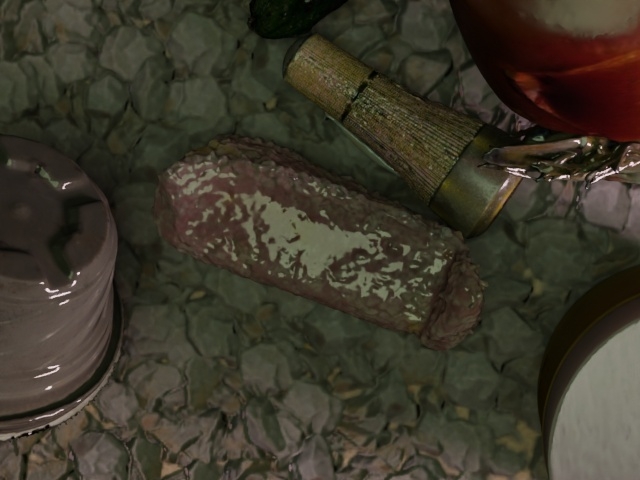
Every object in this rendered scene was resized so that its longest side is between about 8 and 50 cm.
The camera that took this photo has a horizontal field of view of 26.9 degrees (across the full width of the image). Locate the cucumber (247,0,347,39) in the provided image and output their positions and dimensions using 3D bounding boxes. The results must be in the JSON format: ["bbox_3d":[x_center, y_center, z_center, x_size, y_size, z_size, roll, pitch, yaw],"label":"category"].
[{"bbox_3d":[0.041,-0.248,0.985,0.077,0.077,0.265,40,99,0],"label":"cucumber"}]

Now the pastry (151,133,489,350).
[{"bbox_3d":[0.007,-0.002,1.013,0.265,0.112,0.102,27,111,14],"label":"pastry"}]

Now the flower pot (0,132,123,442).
[{"bbox_3d":[-0.234,0.014,0.962,0.235,0.235,0.140,36,132,1],"label":"flower pot"}]

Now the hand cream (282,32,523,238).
[{"bbox_3d":[0.058,-0.087,1.010,0.203,0.084,0.084,35,100,6],"label":"hand cream"}]

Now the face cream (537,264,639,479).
[{"bbox_3d":[0.268,0.132,0.961,0.218,0.179,0.218,1,98,6],"label":"face cream"}]

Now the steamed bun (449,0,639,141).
[{"bbox_3d":[0.229,-0.259,0.866,0.379,0.235,0.248,-40,71,1],"label":"steamed bun"}]

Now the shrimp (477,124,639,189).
[{"bbox_3d":[0.264,-0.036,0.945,0.296,0.058,0.169,-9,60,-11],"label":"shrimp"}]
